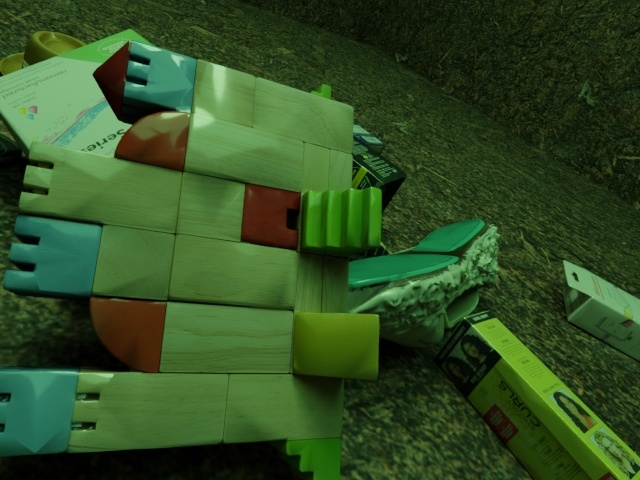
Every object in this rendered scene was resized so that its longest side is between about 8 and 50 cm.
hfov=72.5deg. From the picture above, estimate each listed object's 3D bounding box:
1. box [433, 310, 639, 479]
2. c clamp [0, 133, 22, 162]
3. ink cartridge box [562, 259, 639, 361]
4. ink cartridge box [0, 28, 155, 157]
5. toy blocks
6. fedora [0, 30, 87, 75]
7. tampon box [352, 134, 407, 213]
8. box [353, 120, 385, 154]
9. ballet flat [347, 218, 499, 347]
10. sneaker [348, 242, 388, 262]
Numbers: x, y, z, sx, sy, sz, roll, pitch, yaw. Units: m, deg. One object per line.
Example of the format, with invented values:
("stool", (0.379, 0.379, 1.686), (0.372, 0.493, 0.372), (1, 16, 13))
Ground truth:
("box", (0.238, 0.193, 0.493), (0.058, 0.087, 0.232), (-6, 43, -37))
("c clamp", (-0.478, -0.128, 0.548), (0.161, 0.022, 0.137), (24, 26, 3))
("ink cartridge box", (0.527, 0.129, 0.809), (0.198, 0.067, 0.115), (31, 31, 8))
("ink cartridge box", (-0.209, -0.101, 0.519), (0.207, 0.119, 0.353), (-37, 61, -25))
("toy blocks", (-0.112, 0.005, 0.359), (0.261, 0.191, 0.380), (9, 76, -25))
("fedora", (-0.470, -0.323, 0.790), (0.195, 0.079, 0.194), (18, 31, -11))
("tampon box", (0.042, -0.108, 0.770), (0.161, 0.120, 0.101), (40, 33, 17))
("box", (0.051, -0.300, 1.161), (0.137, 0.036, 0.225), (-9, 45, -43))
("ballet flat", (0.148, 0.065, 0.582), (0.147, 0.146, 0.409), (42, 35, 26))
("sneaker", (0.000, 0.000, 0.625), (0.209, 0.081, 0.094), (10, 32, -23))
